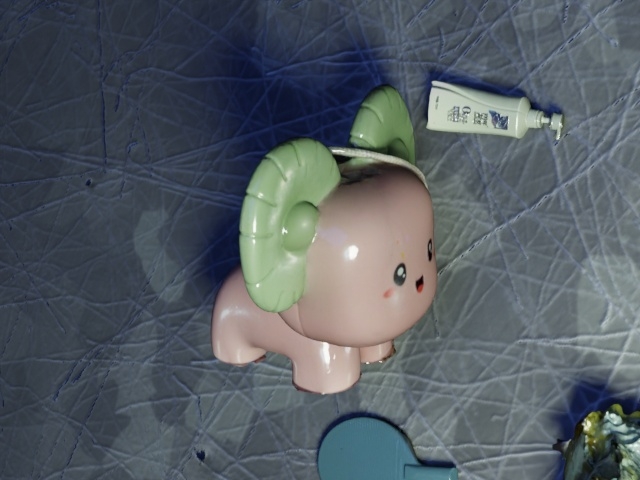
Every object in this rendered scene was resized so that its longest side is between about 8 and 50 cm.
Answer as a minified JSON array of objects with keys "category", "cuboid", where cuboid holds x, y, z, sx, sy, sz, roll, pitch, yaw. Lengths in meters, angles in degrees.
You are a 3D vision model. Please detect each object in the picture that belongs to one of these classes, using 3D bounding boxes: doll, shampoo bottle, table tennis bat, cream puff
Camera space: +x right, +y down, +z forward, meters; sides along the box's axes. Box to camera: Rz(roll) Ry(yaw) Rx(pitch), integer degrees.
[{"category":"doll","cuboid":[0.000,0.000,1.227,0.216,0.284,0.268,14,119,28]},{"category":"shampoo bottle","cuboid":[0.171,-0.125,1.261,0.141,0.034,0.049,10,86,27]},{"category":"table tennis bat","cuboid":[0.065,0.230,1.304,0.155,0.019,0.100,1,87,30]},{"category":"cream puff","cuboid":[0.281,0.222,1.128,0.156,0.156,0.121,11,123,28]}]
